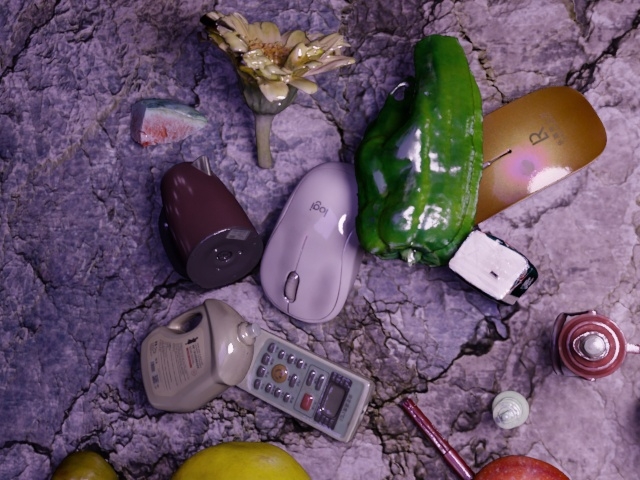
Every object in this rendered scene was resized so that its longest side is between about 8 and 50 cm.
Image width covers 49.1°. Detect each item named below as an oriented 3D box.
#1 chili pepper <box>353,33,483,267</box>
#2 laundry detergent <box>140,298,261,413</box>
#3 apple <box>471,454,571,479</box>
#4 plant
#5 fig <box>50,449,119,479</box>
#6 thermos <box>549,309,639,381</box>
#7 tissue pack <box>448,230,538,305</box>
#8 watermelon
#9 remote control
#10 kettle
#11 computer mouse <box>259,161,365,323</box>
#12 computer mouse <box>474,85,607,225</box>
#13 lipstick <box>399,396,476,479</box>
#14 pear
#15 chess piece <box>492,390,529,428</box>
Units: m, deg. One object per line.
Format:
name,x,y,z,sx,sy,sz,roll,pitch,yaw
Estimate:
chili pepper,0.151,-0.147,1.135,0.213,0.167,0.385,-2,70,27
laundry detergent,-0.212,0.203,1.275,0.253,0.091,0.181,-28,62,26
apple,0.302,0.429,1.060,0.201,0.162,0.201,-3,74,10
plant,-0.116,-0.306,1.258,0.261,0.306,0.297,39,126,-8
fig,-0.393,0.479,1.331,0.236,0.124,0.124,15,87,-3
thermos,0.399,0.153,1.021,0.124,0.232,0.099,4,83,18
tissue pack,0.278,0.046,1.111,0.103,0.170,0.090,36,95,22
watermelon,-0.320,-0.244,1.425,0.180,0.081,0.094,-3,107,24
remote control,-0.049,0.250,1.264,0.285,0.038,0.123,24,91,21
kettle,-0.224,-0.027,1.311,0.202,0.144,0.232,-60,45,31
computer mouse,0.000,0.000,1.242,0.184,0.121,0.297,30,92,19
computer mouse,0.318,-0.138,1.178,0.310,0.072,0.158,-29,72,14
lipstick,0.197,0.335,1.176,0.027,0.027,0.176,-44,70,9
pear,-0.106,0.501,1.135,0.287,0.287,0.375,-41,91,9
chess piece,0.292,0.267,1.086,0.059,0.149,0.059,-2,82,16
